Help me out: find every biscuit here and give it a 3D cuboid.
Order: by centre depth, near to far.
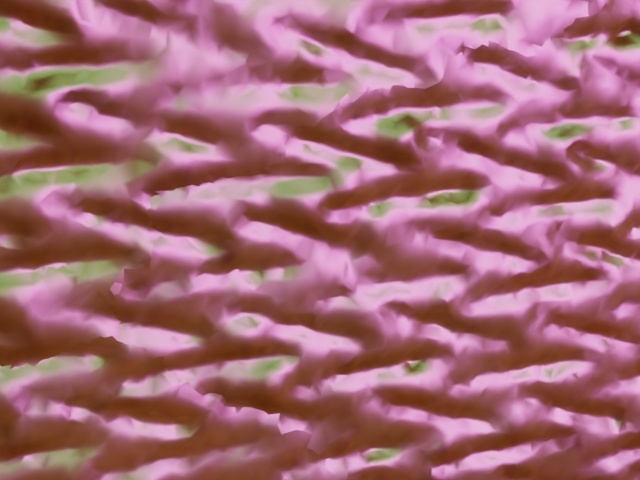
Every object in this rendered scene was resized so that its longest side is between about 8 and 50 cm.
[{"bbox_3d":[-0.001,0.000,0.439,0.262,0.037,0.262,-11,112,-29],"label":"biscuit"}]
